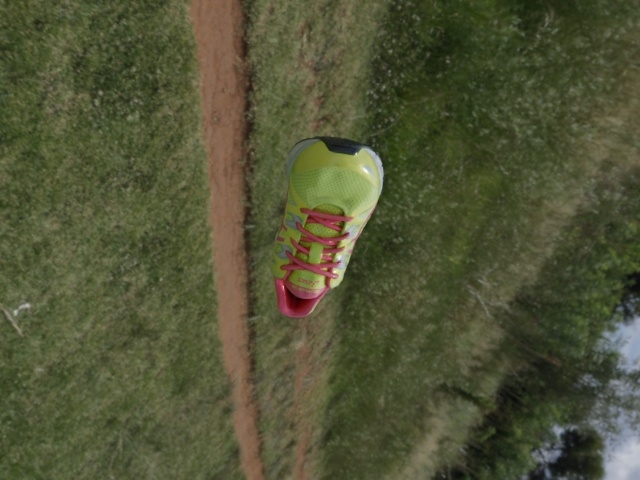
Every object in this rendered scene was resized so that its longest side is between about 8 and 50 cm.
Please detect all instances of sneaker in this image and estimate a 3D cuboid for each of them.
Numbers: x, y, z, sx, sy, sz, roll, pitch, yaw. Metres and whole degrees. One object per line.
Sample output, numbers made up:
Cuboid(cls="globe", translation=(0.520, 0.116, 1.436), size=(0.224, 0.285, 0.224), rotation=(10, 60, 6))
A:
Cuboid(cls="sneaker", translation=(0.000, 0.000, 0.457), size=(0.208, 0.082, 0.094), rotation=(107, -6, -56))
